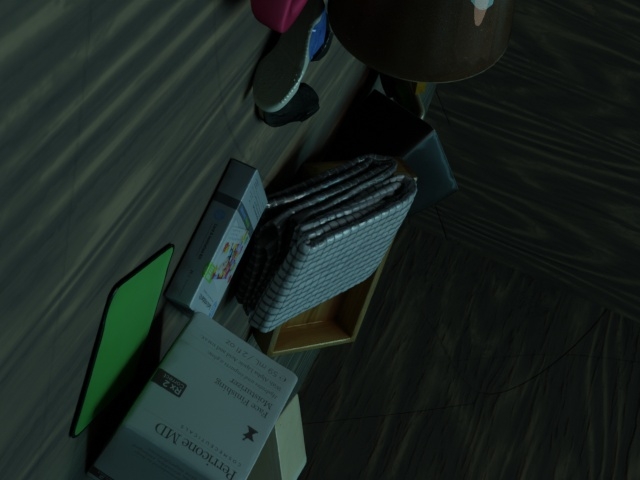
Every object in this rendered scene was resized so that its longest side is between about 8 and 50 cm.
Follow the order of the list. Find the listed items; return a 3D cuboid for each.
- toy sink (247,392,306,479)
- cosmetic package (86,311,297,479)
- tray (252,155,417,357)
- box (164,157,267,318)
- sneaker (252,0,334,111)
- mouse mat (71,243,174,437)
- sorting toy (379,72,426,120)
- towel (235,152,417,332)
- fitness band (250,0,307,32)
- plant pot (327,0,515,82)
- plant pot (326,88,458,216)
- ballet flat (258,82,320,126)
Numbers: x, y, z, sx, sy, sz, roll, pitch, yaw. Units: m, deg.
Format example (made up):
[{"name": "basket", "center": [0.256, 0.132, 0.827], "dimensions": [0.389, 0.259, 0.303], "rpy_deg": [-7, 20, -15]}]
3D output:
[{"name": "toy sink", "center": [-0.156, 0.320, 1.473], "dimensions": [0.153, 0.234, 0.131], "rpy_deg": [-34, 117, -75]}, {"name": "cosmetic package", "center": [-0.149, 0.218, 1.110], "dimensions": [0.151, 0.151, 0.184], "rpy_deg": [-52, -173, 45]}, {"name": "tray", "center": [0.018, 0.035, 1.744], "dimensions": [0.202, 0.076, 0.411], "rpy_deg": [-7, 132, -30]}, {"name": "box", "center": [-0.126, 0.006, 1.178], "dimensions": [0.145, 0.038, 0.186], "rpy_deg": [82, 33, -75]}, {"name": "sneaker", "center": [-0.029, -0.214, 1.105], "dimensions": [0.084, 0.058, 0.152], "rpy_deg": [34, 73, -74]}, {"name": "mouse mat", "center": [-0.209, 0.104, 1.007], "dimensions": [0.152, 0.007, 0.190], "rpy_deg": [-50, 160, -67]}, {"name": "sorting toy", "center": [0.156, -0.315, 1.850], "dimensions": [0.307, 0.041, 0.229], "rpy_deg": [84, -9, -75]}, {"name": "towel", "center": [0.000, 0.000, 1.487], "dimensions": [0.283, 0.121, 0.235], "rpy_deg": [-27, 155, -38]}, {"name": "fitness band", "center": [0.006, -0.331, 0.879], "dimensions": [0.209, 0.054, 0.291], "rpy_deg": [124, -8, -72]}, {"name": "plant pot", "center": [0.125, -0.324, 1.000], "dimensions": [0.230, 0.215, 0.215], "rpy_deg": [99, 16, -55]}, {"name": "plant pot", "center": [0.125, -0.143, 1.818], "dimensions": [0.167, 0.187, 0.188], "rpy_deg": [-41, 138, -8]}, {"name": "ballet flat", "center": [-0.047, -0.178, 1.210], "dimensions": [0.057, 0.049, 0.173], "rpy_deg": [-40, 175, 16]}]
